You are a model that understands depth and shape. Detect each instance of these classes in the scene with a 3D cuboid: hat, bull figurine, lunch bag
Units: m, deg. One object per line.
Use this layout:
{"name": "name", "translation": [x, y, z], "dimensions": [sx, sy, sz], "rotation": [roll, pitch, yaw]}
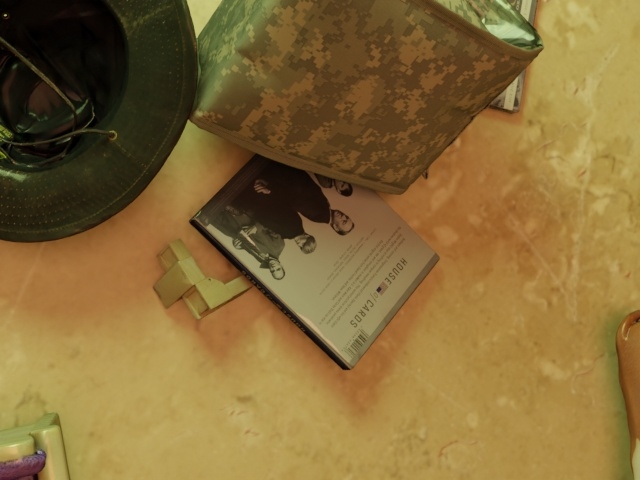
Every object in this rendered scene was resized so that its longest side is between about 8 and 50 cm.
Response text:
{"name": "hat", "translation": [-0.268, -0.167, 0.804], "dimensions": [0.332, 0.134, 0.331], "rotation": [0, 97, 3]}
{"name": "bull figurine", "translation": [0.440, 0.234, 0.963], "dimensions": [0.189, 0.101, 0.310], "rotation": [-7, 91, -17]}
{"name": "lunch bag", "translation": [0.048, -0.186, 0.810], "dimensions": [0.287, 0.235, 0.168], "rotation": [22, 40, -27]}

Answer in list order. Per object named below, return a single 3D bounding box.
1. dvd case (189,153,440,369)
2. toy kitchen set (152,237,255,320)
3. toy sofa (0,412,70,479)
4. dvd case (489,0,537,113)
{"name": "dvd case", "translation": [0.000, 0.000, 0.892], "dimensions": [0.238, 0.029, 0.179], "rotation": [45, 67, -8]}
{"name": "toy kitchen set", "translation": [-0.133, 0.040, 0.875], "dimensions": [0.075, 0.068, 0.083], "rotation": [-29, 84, -45]}
{"name": "toy sofa", "translation": [-0.411, 0.276, 0.726], "dimensions": [0.363, 0.177, 0.150], "rotation": [-10, 89, -14]}
{"name": "dvd case", "translation": [0.152, -0.258, 0.963], "dimensions": [0.221, 0.018, 0.164], "rotation": [12, 84, -12]}
